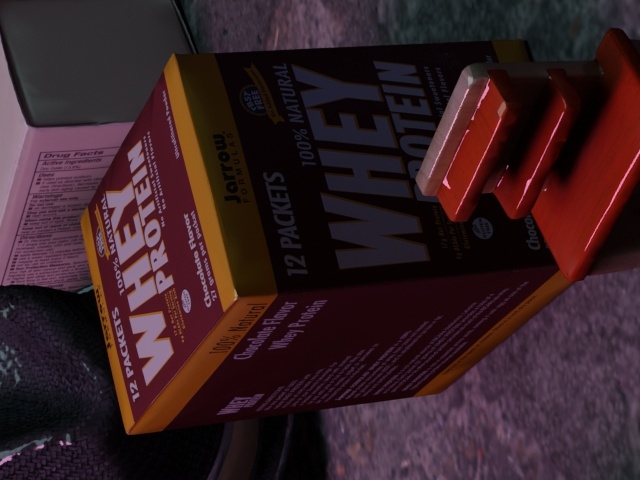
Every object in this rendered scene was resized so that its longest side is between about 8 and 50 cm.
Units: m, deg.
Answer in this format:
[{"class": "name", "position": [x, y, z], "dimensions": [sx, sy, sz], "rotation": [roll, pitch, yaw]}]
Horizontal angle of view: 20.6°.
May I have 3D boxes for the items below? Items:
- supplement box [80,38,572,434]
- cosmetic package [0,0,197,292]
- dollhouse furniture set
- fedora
[{"class": "supplement box", "position": [0.000, 0.000, 0.916], "dimensions": [0.191, 0.194, 0.129], "rotation": [130, 129, -57]}, {"class": "cosmetic package", "position": [-0.202, -0.050, 1.391], "dimensions": [0.296, 0.153, 0.129], "rotation": [-60, 43, 49]}, {"class": "dollhouse furniture set", "position": [0.151, 0.044, 0.672], "dimensions": [0.262, 0.135, 0.259], "rotation": [111, 144, -43]}, {"class": "fedora", "position": [-0.186, 0.128, 1.209], "dimensions": [0.334, 0.152, 0.334], "rotation": [-20, 52, 28]}]
